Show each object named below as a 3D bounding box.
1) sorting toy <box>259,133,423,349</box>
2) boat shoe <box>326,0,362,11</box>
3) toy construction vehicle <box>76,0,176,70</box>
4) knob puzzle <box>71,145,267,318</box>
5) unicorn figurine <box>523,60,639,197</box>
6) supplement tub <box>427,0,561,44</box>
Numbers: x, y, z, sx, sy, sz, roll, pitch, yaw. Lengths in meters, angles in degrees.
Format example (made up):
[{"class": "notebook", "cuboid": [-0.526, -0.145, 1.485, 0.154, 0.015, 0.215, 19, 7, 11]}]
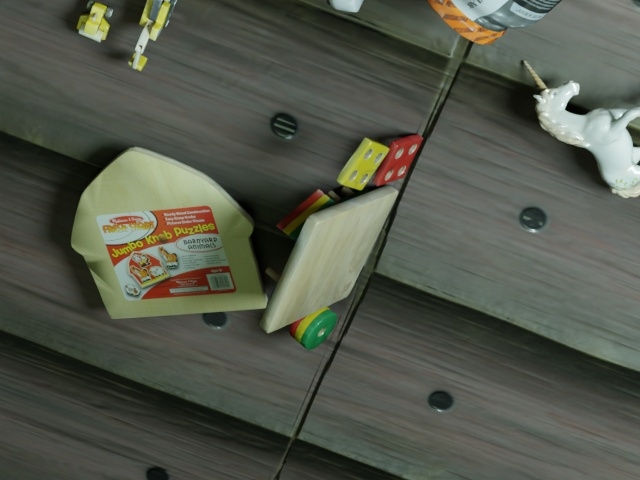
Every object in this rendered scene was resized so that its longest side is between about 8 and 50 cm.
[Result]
[{"class": "sorting toy", "cuboid": [0.000, 0.000, 1.390, 0.046, 0.132, 0.274, 39, 124, 22]}, {"class": "boat shoe", "cuboid": [-0.002, -0.313, 1.187, 0.088, 0.096, 0.267, 5, 124, 14]}, {"class": "toy construction vehicle", "cuboid": [-0.179, -0.208, 1.334, 0.086, 0.035, 0.098, 26, 126, -6]}, {"class": "knob puzzle", "cuboid": [-0.154, -0.012, 1.468, 0.213, 0.030, 0.213, 6, 126, 9]}, {"class": "unicorn figurine", "cuboid": [0.256, -0.093, 1.301, 0.111, 0.060, 0.162, -17, 119, 22]}, {"class": "supplement tub", "cuboid": [0.171, -0.249, 1.177, 0.117, 0.117, 0.190, 39, 123, -15]}]
